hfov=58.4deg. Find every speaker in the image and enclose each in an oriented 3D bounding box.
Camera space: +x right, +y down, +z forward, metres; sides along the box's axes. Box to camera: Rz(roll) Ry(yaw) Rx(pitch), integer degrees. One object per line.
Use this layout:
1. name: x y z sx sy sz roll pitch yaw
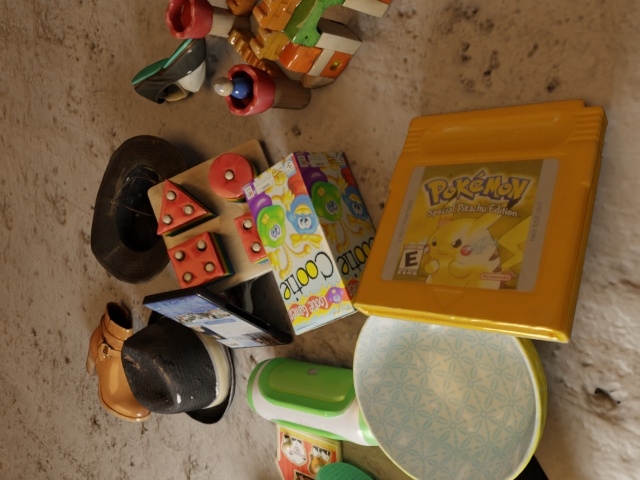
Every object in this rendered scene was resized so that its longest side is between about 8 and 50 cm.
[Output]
1. speaker: 0.003 0.290 1.054 0.296 0.131 0.131 -1 97 40

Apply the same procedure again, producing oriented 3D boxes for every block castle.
1. block castle: -0.065 -0.449 0.927 0.303 0.213 0.453 53 126 19

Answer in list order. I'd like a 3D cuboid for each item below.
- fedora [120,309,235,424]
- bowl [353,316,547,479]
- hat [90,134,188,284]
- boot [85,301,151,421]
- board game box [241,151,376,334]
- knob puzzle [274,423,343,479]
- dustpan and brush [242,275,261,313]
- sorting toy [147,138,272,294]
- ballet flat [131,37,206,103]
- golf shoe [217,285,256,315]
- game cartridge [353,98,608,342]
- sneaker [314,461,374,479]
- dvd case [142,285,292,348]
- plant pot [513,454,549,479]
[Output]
1. fedora: -0.353 0.292 1.333 0.334 0.152 0.334 8 102 38
2. bowl: 0.207 0.201 0.845 0.289 0.156 0.289 2 94 40
3. hat: -0.375 -0.064 1.304 0.331 0.134 0.331 -3 83 29
4. boot: -0.519 0.319 1.522 0.283 0.109 0.220 42 118 35
5. board game box: 0.000 0.000 0.996 0.142 0.144 0.275 -27 81 39
6. knob puzzle: -0.028 0.485 1.178 0.213 0.030 0.213 8 103 38
7. dustpan and brush: -0.147 0.060 1.182 0.147 0.060 0.211 -6 94 40
8. sorting toy: -0.200 -0.040 1.114 0.257 0.089 0.255 -24 80 10
9. ballet flat: -0.301 -0.359 1.221 0.280 0.095 0.096 -6 138 50
10. golf shoe: -0.210 0.104 1.237 0.086 0.067 0.186 -30 78 40
11. game cartridge: 0.209 -0.040 0.768 0.285 0.052 0.324 2 66 39
12. sneaker: 0.104 0.571 1.027 0.319 0.127 0.208 29 115 40
13. dvd case: -0.203 0.160 1.146 0.180 0.253 0.022 -13 53 39
14. plant pot: 0.240 0.425 0.857 0.187 0.167 0.188 -39 72 36
